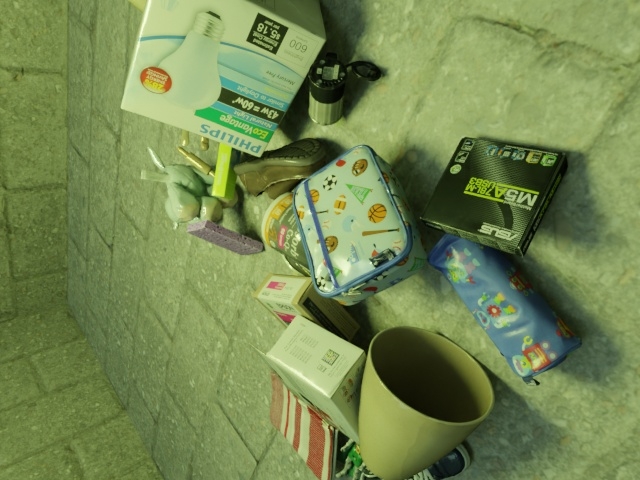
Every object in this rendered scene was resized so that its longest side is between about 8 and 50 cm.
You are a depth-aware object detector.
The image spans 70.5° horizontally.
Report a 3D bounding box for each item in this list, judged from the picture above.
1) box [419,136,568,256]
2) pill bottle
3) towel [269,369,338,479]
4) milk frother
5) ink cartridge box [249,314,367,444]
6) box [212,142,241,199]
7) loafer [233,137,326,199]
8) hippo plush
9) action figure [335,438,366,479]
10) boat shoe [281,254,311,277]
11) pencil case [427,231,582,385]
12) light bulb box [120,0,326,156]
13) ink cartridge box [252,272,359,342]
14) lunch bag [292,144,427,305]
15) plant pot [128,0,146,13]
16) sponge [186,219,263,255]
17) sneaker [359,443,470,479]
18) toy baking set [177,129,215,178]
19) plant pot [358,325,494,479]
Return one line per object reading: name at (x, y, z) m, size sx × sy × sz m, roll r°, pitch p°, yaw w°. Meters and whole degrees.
box at (0.300, -0.084, 0.797) m, size 0.191 × 0.045 × 0.184 m, roll 24°, pitch 78°, yaw 40°
pill bottle at (0.000, 0.000, 1.112) m, size 0.278 × 0.162 × 0.162 m, roll 30°, pitch 121°, yaw 33°
towel at (-0.063, 0.573, 1.400) m, size 0.329 × 0.037 × 0.237 m, roll 28°, pitch 123°, yaw 48°
milk frother at (0.051, -0.339, 1.023) m, size 0.143 × 0.129 × 0.134 m, roll 24°, pitch 161°, yaw 7°
ink cartridge box at (0.006, 0.334, 1.116) m, size 0.272 × 0.130 × 0.309 m, roll 22°, pitch 151°, yaw 37°
box at (-0.270, -0.212, 1.320) m, size 0.042 × 0.109 × 0.178 m, roll 10°, pitch 91°, yaw 3°
loafer at (-0.096, -0.181, 1.209) m, size 0.366 × 0.134 × 0.130 m, roll 5°, pitch 125°, yaw 55°
hippo plush at (-0.429, -0.113, 1.463) m, size 0.236 × 0.294 × 0.234 m, roll 122°, pitch 152°, yaw -50°
action figure at (0.107, 0.592, 1.254) m, size 0.137 × 0.063 × 0.232 m, roll 38°, pitch 122°, yaw 37°
boat shoe at (-0.017, 0.071, 1.216) m, size 0.228 × 0.081 × 0.068 m, roll 44°, pitch 133°, yaw 18°
pencil case at (0.327, 0.108, 0.840) m, size 0.306 × 0.119 × 0.133 m, roll 55°, pitch 135°, yaw 21°
light bulb box at (-0.231, -0.440, 1.053) m, size 0.361 × 0.358 × 0.225 m, roll -51°, pitch 33°, yaw 41°
ink cartridge box at (-0.042, 0.182, 1.182) m, size 0.193 × 0.088 × 0.235 m, roll 48°, pitch 155°, yaw -24°
lunch bag at (0.065, -0.025, 0.923) m, size 0.243 × 0.115 × 0.303 m, roll -29°, pitch 57°, yaw 22°
plant pot at (-0.381, -0.683, 1.136) m, size 0.334 × 0.305 × 0.333 m, roll -5°, pitch 81°, yaw 31°
sponge at (-0.294, -0.007, 1.398) m, size 0.117 × 0.210 × 0.031 m, roll -11°, pitch 61°, yaw 48°
sneaker at (0.209, 0.545, 1.062) m, size 0.282 × 0.153 × 0.099 m, roll -37°, pitch 75°, yaw 45°
toy baking set at (-0.342, -0.312, 1.390) m, size 0.256 × 0.030 × 0.196 m, roll 32°, pitch 94°, yaw -1°
plant pot at (0.183, 0.368, 0.957) m, size 0.256 × 0.256 × 0.274 m, roll 38°, pitch 125°, yaw 33°
